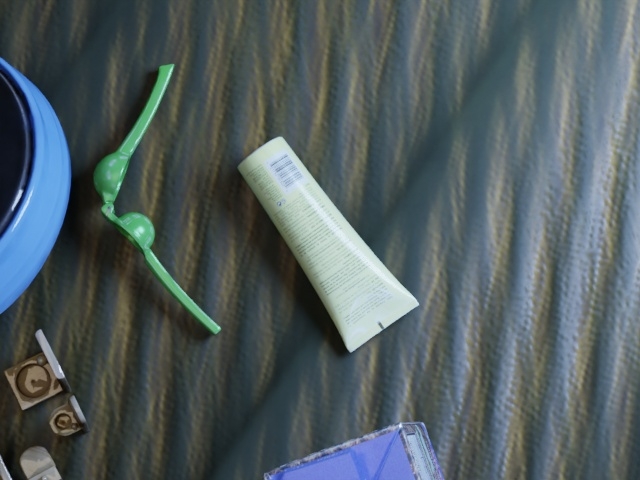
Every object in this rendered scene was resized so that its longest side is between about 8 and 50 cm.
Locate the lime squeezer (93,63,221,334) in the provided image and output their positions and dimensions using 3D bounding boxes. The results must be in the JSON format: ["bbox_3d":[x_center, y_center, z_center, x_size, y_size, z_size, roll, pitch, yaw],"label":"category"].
[{"bbox_3d":[-0.193,-0.037,1.807,0.110,0.059,0.310,-7,80,-25],"label":"lime squeezer"}]

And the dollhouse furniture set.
[{"bbox_3d":[-0.330,0.201,1.734,0.151,0.123,0.144,-27,81,-11],"label":"dollhouse furniture set"}]

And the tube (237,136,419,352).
[{"bbox_3d":[0.000,0.000,1.773,0.240,0.062,0.070,54,135,4],"label":"tube"}]

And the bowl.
[{"bbox_3d":[-0.468,-0.058,1.752,0.391,0.077,0.391,-4,62,8],"label":"bowl"}]

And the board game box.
[{"bbox_3d":[0.066,0.311,1.607,0.141,0.291,0.232,-20,81,5],"label":"board game box"}]
